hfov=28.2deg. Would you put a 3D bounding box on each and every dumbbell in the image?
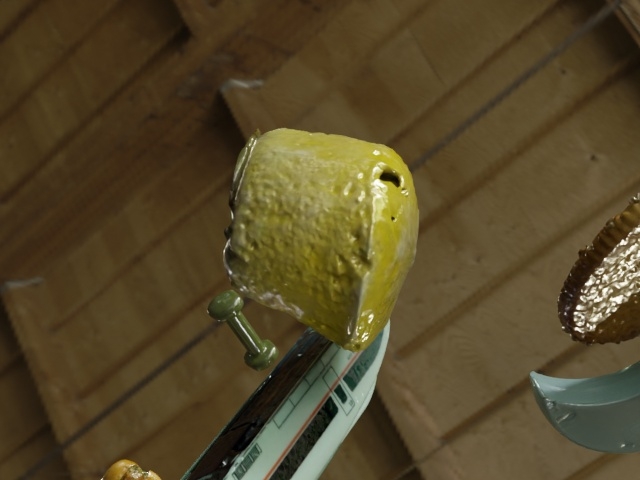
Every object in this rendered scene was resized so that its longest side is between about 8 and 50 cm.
[{"bbox_3d":[-0.101,0.119,1.676,0.046,0.118,0.052,-41,-149,-14],"label":"dumbbell"}]

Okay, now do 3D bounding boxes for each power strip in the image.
[{"bbox_3d":[0.358,0.140,1.352,0.253,0.167,0.054,-29,-146,10],"label":"power strip"}]

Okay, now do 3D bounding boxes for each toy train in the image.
[{"bbox_3d":[-0.017,0.164,1.193,0.086,0.407,0.088,-29,-79,35],"label":"toy train"}]

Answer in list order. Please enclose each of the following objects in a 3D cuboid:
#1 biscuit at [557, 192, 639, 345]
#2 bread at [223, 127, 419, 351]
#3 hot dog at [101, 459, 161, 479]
[{"bbox_3d":[0.363,-0.001,1.273,0.305,0.305,0.038,-45,-123,19],"label":"biscuit"},{"bbox_3d":[0.003,-0.003,1.156,0.171,0.197,0.197,16,-89,9],"label":"bread"},{"bbox_3d":[-0.293,0.417,1.783,0.100,0.068,0.249,28,-67,9],"label":"hot dog"}]
